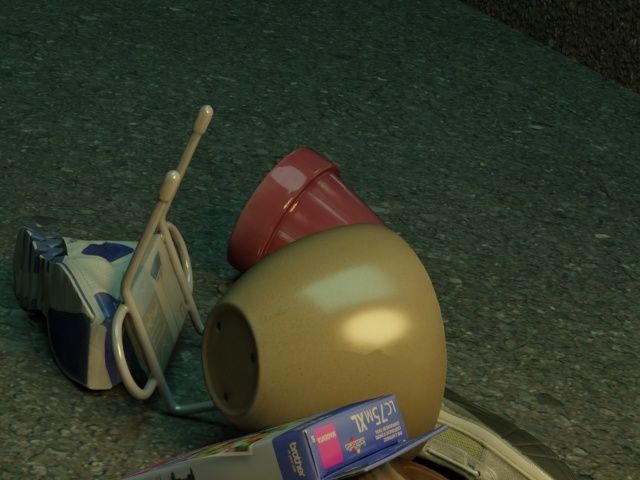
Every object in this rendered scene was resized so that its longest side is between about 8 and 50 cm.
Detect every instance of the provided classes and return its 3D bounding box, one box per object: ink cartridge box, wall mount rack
[{"bbox_3d":[-0.045,0.221,1.811,0.311,0.065,0.185,-16,-2,32],"label":"ink cartridge box"},{"bbox_3d":[-0.164,0.026,2.141,0.130,0.304,0.350,-12,23,12],"label":"wall mount rack"}]

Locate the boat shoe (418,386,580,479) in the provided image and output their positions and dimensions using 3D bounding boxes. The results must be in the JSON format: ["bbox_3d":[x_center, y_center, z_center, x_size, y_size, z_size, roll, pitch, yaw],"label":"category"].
[{"bbox_3d":[0.163,0.245,2.066,0.320,0.103,0.118,28,8,26],"label":"boat shoe"}]

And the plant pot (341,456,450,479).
[{"bbox_3d":[0.092,0.291,1.774,0.237,0.110,0.237,28,8,-5],"label":"plant pot"}]

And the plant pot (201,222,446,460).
[{"bbox_3d":[-0.020,0.125,1.993,0.191,0.284,0.284,-2,25,-33],"label":"plant pot"}]

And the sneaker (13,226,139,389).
[{"bbox_3d":[-0.261,0.064,2.253,0.182,0.128,0.315,-2,23,-24],"label":"sneaker"}]

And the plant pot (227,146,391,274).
[{"bbox_3d":[0.000,0.000,2.476,0.180,0.201,0.201,34,28,14],"label":"plant pot"}]
